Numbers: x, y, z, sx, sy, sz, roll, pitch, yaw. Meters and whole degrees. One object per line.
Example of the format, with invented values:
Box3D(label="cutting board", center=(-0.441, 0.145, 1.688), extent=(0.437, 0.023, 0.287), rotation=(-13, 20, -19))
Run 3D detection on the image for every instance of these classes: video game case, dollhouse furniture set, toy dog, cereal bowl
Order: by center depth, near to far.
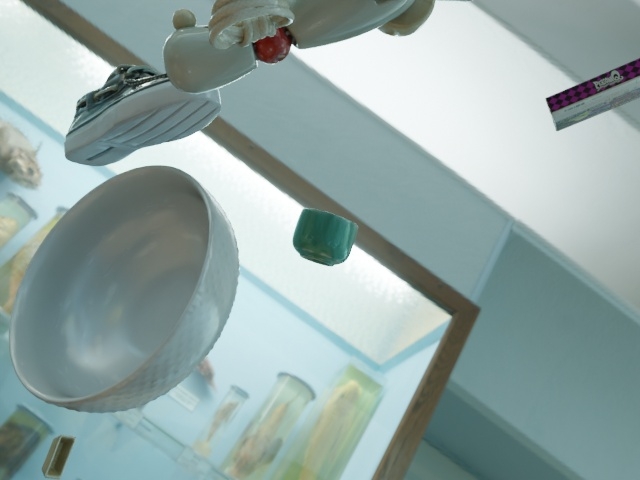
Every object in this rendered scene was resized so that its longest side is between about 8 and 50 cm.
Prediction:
Box3D(label="toy dog", center=(-0.019, -0.290, 0.739), extent=(0.160, 0.334, 0.220), rotation=(69, -24, 4))
Box3D(label="cereal bowl", center=(-0.244, 0.074, 0.910), extent=(0.339, 0.338, 0.141), rotation=(6, -24, 36))
Box3D(label="dollhouse furniture set", center=(-0.390, 0.344, 0.981), extent=(0.081, 0.114, 0.091), rotation=(7, -19, 31))
Box3D(label="video game case", center=(0.590, -0.304, 1.391), extent=(0.232, 0.210, 0.041), rotation=(-22, -100, 21))

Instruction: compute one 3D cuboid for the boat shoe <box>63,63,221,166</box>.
Box3D(label="boat shoe", center=(-0.277, -0.200, 0.977), extent=(0.335, 0.119, 0.121), rotation=(-10, -10, 39))

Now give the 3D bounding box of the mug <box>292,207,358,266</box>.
Box3D(label="mug", center=(0.008, 0.001, 1.439), extent=(0.130, 0.097, 0.158), rotation=(15, -9, 13))
